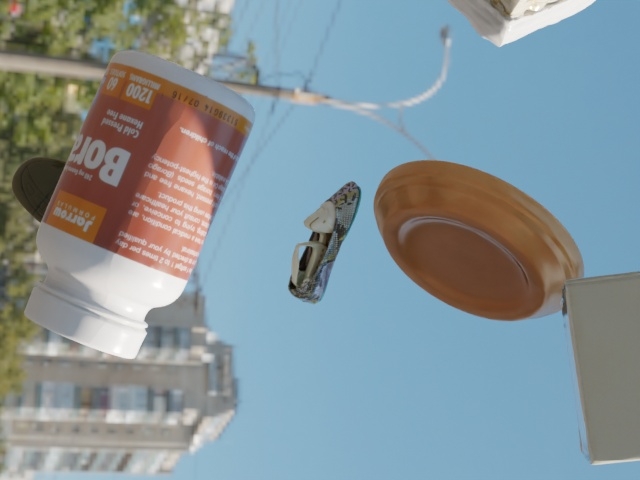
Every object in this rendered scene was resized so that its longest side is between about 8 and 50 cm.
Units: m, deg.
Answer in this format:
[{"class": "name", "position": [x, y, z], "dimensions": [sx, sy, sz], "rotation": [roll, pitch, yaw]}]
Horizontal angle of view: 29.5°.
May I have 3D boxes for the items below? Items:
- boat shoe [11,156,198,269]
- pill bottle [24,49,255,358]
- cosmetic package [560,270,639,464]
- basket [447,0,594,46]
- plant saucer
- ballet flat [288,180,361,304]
[{"class": "boat shoe", "position": [-0.235, -0.017, 1.340], "dimensions": [0.080, 0.224, 0.073], "rotation": [-63, 173, -16]}, {"class": "pill bottle", "position": [-0.142, -0.026, 0.930], "dimensions": [0.216, 0.121, 0.121], "rotation": [-68, -162, -3]}, {"class": "cosmetic package", "position": [0.309, 0.064, 0.745], "dimensions": [0.160, 0.310, 0.113], "rotation": [31, 51, -77]}, {"class": "basket", "position": [0.200, -0.416, 1.102], "dimensions": [0.331, 0.328, 0.266], "rotation": [48, -35, 17]}, {"class": "plant saucer", "position": [0.132, 0.010, 1.071], "dimensions": [0.037, 0.200, 0.200], "rotation": [-57, -176, -27]}, {"class": "ballet flat", "position": [0.000, 0.000, 1.048], "dimensions": [0.114, 0.041, 0.041], "rotation": [-69, -159, 9]}]
